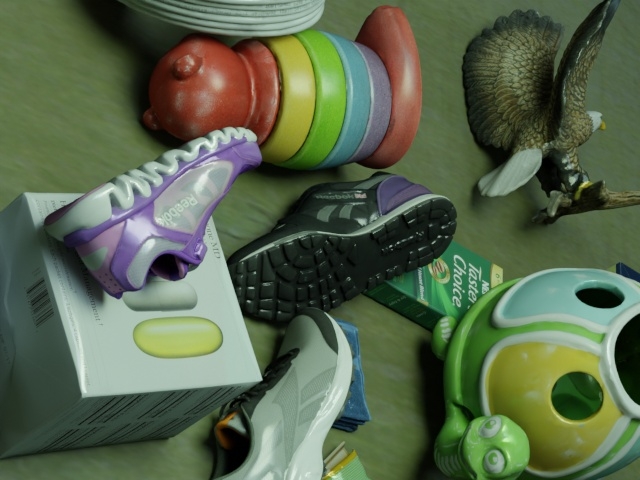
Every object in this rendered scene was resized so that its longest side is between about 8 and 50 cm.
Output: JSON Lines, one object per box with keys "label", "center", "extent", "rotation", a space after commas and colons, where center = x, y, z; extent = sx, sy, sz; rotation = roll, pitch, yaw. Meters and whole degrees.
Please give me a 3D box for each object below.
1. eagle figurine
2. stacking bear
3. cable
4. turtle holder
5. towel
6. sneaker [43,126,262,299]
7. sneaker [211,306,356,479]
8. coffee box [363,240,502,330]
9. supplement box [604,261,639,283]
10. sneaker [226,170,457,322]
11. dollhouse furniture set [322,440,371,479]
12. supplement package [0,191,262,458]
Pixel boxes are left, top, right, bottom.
{"label": "eagle figurine", "center": [0.295, -0.174, 2.141], "extent": [0.225, 0.226, 0.298], "rotation": [15, 66, -82]}
{"label": "stacking bear", "center": [-0.050, -0.158, 1.838], "extent": [0.289, 0.175, 0.164], "rotation": [0, 58, -34]}
{"label": "cable", "center": [-0.110, -0.300, 1.817], "extent": [0.257, 0.089, 0.257], "rotation": [-8, 39, -30]}
{"label": "turtle holder", "center": [0.251, 0.145, 1.841], "extent": [0.320, 0.227, 0.243], "rotation": [5, 76, -37]}
{"label": "towel", "center": [0.017, 0.138, 1.802], "extent": [0.067, 0.029, 0.119], "rotation": [17, 55, -36]}
{"label": "sneaker", "center": [-0.130, -0.022, 1.491], "extent": [0.236, 0.095, 0.104], "rotation": [-33, 94, -45]}
{"label": "sneaker", "center": [-0.042, 0.166, 1.676], "extent": [0.108, 0.100, 0.271], "rotation": [33, 46, -18]}
{"label": "coffee box", "center": [0.132, 0.046, 1.963], "extent": [0.184, 0.040, 0.113], "rotation": [30, 47, -28]}
{"label": "supplement box", "center": [0.361, 0.087, 2.128], "extent": [0.056, 0.083, 0.083], "rotation": [29, 48, -28]}
{"label": "sneaker", "center": [0.000, 0.000, 1.841], "extent": [0.283, 0.107, 0.124], "rotation": [-17, 36, -33]}
{"label": "dollhouse furniture set", "center": [0.021, 0.257, 1.707], "extent": [0.076, 0.058, 0.151], "rotation": [55, 41, -3]}
{"label": "supplement package", "center": [-0.195, 0.073, 1.543], "extent": [0.203, 0.149, 0.194], "rotation": [-1, 65, -44]}
